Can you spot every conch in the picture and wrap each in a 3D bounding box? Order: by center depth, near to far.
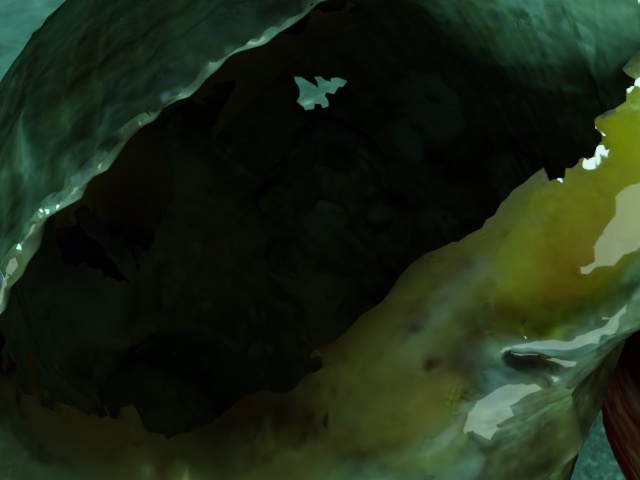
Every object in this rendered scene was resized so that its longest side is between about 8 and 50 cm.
[{"bbox_3d":[-0.011,-0.009,0.545,0.297,0.210,0.352,1,124,-46],"label":"conch"}]

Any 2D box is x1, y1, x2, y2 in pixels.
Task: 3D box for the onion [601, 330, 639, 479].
[{"bbox_3d":[0.257,0.008,0.666,0.341,0.341,0.341,-16,166,-4],"label":"onion"}]
